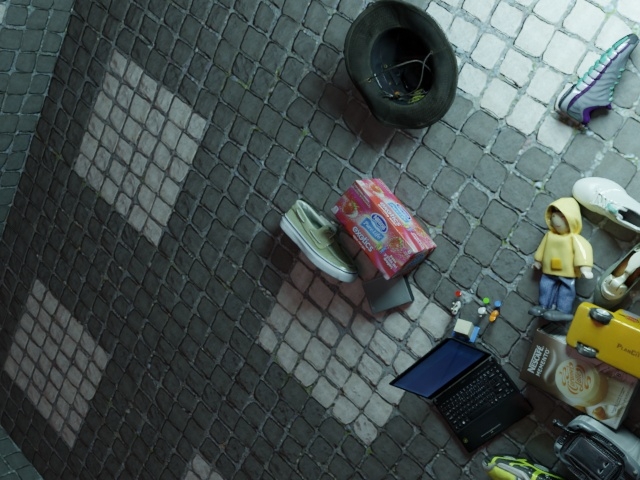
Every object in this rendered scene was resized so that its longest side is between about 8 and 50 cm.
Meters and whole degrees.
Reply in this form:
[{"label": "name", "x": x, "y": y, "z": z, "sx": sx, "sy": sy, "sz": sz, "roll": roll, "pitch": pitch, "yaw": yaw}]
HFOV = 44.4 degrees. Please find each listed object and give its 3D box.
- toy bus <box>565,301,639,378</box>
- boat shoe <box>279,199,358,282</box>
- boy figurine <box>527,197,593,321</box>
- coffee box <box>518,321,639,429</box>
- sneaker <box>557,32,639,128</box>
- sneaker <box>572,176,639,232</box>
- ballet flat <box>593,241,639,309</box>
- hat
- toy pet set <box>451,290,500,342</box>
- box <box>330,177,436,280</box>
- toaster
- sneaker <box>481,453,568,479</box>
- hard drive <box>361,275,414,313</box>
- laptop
[{"label": "toy bus", "x": 0.724, "y": 0.243, "z": 1.727, "sx": 0.333, "sy": 0.130, "sz": 0.108, "roll": 25, "pitch": 112, "yaw": 30}, {"label": "boat shoe", "x": 0.000, "y": 0.000, "z": 2.217, "sx": 0.302, "sy": 0.109, "sz": 0.094, "roll": 42, "pitch": 116, "yaw": 26}, {"label": "boy figurine", "x": 0.562, "y": 0.044, "z": 1.817, "sx": 0.177, "sy": 0.092, "sz": 0.285, "roll": 23, "pitch": 110, "yaw": 60}, {"label": "coffee box", "x": 0.611, "y": 0.312, "z": 1.836, "sx": 0.247, "sy": 0.098, "sz": 0.141, "roll": 26, "pitch": 112, "yaw": 29}, {"label": "sneaker", "x": 0.639, "y": -0.354, "z": 1.745, "sx": 0.098, "sy": 0.083, "sz": 0.223, "roll": 41, "pitch": 125, "yaw": 0}, {"label": "sneaker", "x": 0.655, "y": -0.078, "z": 1.749, "sx": 0.212, "sy": 0.094, "sz": 0.080, "roll": 32, "pitch": 115, "yaw": 28}, {"label": "ballet flat", "x": 0.685, "y": 0.076, "z": 1.767, "sx": 0.072, "sy": 0.068, "sz": 0.213, "roll": 45, "pitch": 120, "yaw": 20}, {"label": "hat", "x": 0.227, "y": -0.451, "z": 1.972, "sx": 0.332, "sy": 0.134, "sz": 0.331, "roll": 19, "pitch": 124, "yaw": 30}, {"label": "toy pet set", "x": 0.393, "y": 0.204, "z": 2.012, "sx": 0.122, "sy": 0.065, "sz": 0.114, "roll": 15, "pitch": 71, "yaw": 30}, {"label": "box", "x": 0.166, "y": -0.034, "z": 2.078, "sx": 0.256, "sy": 0.128, "sz": 0.122, "roll": 52, "pitch": 122, "yaw": 18}, {"label": "toaster", "x": 0.644, "y": 0.481, "z": 1.809, "sx": 0.227, "sy": 0.146, "sz": 0.129, "roll": 38, "pitch": 116, "yaw": 24}, {"label": "sneaker", "x": 0.554, "y": 0.644, "z": 1.886, "sx": 0.385, "sy": 0.145, "sz": 0.147, "roll": 25, "pitch": 97, "yaw": 31}, {"label": "hard drive", "x": 0.185, "y": 0.140, "z": 2.157, "sx": 0.135, "sy": 0.022, "sz": 0.094, "roll": -23, "pitch": 84, "yaw": 35}, {"label": "laptop", "x": 0.358, "y": 0.399, "z": 2.005, "sx": 0.234, "sy": 0.137, "sz": 0.264, "roll": -45, "pitch": 71, "yaw": 32}]
